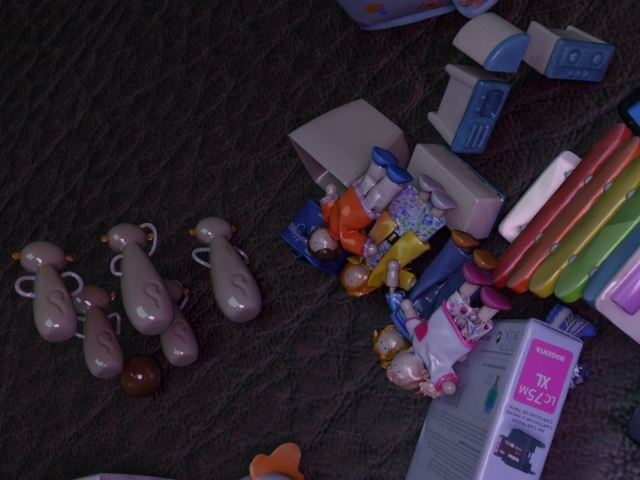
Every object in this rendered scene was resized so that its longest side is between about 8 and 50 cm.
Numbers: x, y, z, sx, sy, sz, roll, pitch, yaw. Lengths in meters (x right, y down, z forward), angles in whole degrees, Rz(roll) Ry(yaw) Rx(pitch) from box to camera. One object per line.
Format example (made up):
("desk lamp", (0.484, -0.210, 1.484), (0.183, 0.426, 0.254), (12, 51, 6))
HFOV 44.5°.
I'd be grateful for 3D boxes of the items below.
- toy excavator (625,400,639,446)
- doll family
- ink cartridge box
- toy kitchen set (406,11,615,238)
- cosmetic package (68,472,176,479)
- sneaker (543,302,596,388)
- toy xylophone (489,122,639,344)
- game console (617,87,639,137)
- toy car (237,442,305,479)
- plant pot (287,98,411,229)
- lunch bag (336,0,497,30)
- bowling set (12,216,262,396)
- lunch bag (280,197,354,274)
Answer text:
("toy excavator", (0.391, 0.013, 0.505), (0.222, 0.445, 0.433), (33, 90, 30))
("doll family", (0.092, 0.043, 0.797), (0.163, 0.118, 0.263), (-51, 54, 27))
("ink cartridge box", (0.131, 0.225, 0.720), (0.065, 0.186, 0.311), (24, 82, -6))
("toy kitchen set", (0.216, -0.120, 0.845), (0.122, 0.166, 0.207), (54, 136, 44))
("cosmetic package", (-0.324, 0.365, 0.913), (0.296, 0.153, 0.129), (-18, 66, 21))
("sneaker", (0.233, 0.132, 0.774), (0.058, 0.052, 0.135), (22, 88, 21))
("toy xylophone", (0.274, -0.025, 0.694), (0.081, 0.322, 0.236), (38, 90, -7))
("game console", (0.374, -0.135, 0.781), (0.071, 0.107, 0.122), (-22, 62, -13))
("toy car", (-0.076, 0.315, 0.792), (0.219, 0.210, 0.238), (-5, 59, 35))
("plant pot", (0.044, -0.098, 0.913), (0.096, 0.109, 0.109), (-43, 60, -5))
("lunch bag", (0.123, -0.358, 0.886), (0.262, 0.223, 0.160), (-3, 78, 23))
("bowling set", (-0.235, 0.084, 0.951), (0.200, 0.287, 0.154), (-58, 45, 38))
("lunch bag", (0.000, 0.000, 0.902), (0.067, 0.098, 0.065), (41, 96, 25))
